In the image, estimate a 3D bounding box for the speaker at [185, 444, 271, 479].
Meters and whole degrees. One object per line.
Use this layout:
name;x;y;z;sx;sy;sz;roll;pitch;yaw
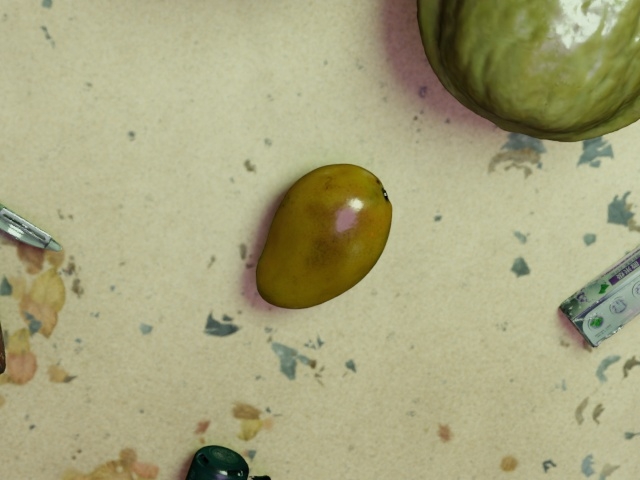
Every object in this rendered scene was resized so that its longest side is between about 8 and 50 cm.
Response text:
speaker;-0.094;0.258;1.583;0.094;0.060;0.075;15;109;-16

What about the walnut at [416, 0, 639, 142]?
walnut;0.218;-0.225;1.360;0.283;0.227;0.283;0;104;0

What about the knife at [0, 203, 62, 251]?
knife;-0.325;-0.037;1.448;0.184;0.026;0.022;33;63;-18

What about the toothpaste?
toothpaste;0.341;0.032;1.583;0.196;0.040;0.047;-38;117;6

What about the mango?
mango;0.005;0.000;1.488;0.111;0.089;0.163;19;117;-4

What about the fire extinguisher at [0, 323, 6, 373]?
fire extinguisher;-0.471;0.121;1.422;0.344;0.138;0.102;-11;137;-7
